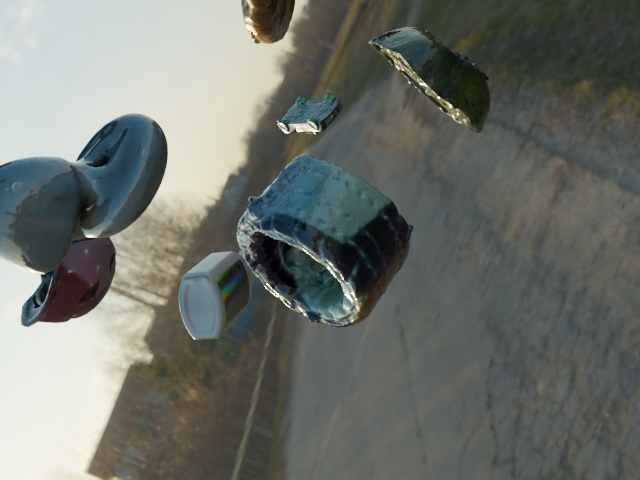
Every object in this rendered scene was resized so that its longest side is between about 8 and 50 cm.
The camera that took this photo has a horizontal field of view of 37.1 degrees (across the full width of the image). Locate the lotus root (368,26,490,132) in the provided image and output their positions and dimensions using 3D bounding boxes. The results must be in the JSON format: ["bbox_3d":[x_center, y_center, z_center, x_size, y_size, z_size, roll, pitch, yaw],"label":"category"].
[{"bbox_3d":[0.164,-0.234,1.309,0.078,0.183,0.203,-49,29,5],"label":"lotus root"}]

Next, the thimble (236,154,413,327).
[{"bbox_3d":[0.000,0.000,1.330,0.150,0.237,0.237,-52,-6,-30],"label":"thimble"}]

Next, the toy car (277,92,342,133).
[{"bbox_3d":[-0.015,-0.215,1.665,0.142,0.055,0.069,5,51,51],"label":"toy car"}]

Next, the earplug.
[{"bbox_3d":[-0.381,-0.082,1.477,0.325,0.214,0.175,-35,-54,-19],"label":"earplug"}]

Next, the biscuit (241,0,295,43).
[{"bbox_3d":[-0.059,-0.314,1.111,0.299,0.045,0.154,7,-87,-87],"label":"biscuit"}]

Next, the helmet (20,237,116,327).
[{"bbox_3d":[-0.488,0.069,1.904,0.198,0.154,0.253,-46,38,34],"label":"helmet"}]

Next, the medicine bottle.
[{"bbox_3d":[-0.169,0.082,1.630,0.219,0.078,0.115,-49,-49,-70],"label":"medicine bottle"}]
